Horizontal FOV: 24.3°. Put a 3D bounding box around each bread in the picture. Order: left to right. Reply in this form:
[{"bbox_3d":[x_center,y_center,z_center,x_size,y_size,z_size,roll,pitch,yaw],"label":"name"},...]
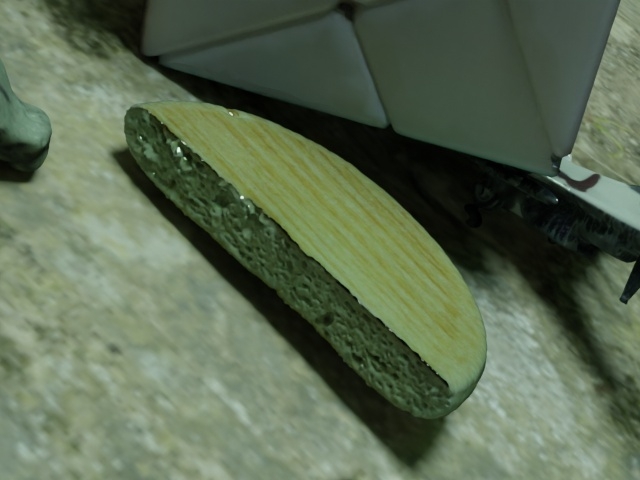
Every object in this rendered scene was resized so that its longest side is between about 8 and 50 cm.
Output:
[{"bbox_3d":[0.004,0.002,0.672,0.193,0.036,0.112,42,27,14],"label":"bread"}]

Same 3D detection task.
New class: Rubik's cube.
[{"bbox_3d":[0.057,-0.198,0.746,0.231,0.221,0.224,16,33,5],"label":"Rubik's cube"}]

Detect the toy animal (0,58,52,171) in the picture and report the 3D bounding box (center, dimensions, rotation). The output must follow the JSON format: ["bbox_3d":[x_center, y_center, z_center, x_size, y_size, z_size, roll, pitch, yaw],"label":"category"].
[{"bbox_3d":[-0.171,-0.148,0.642,0.255,0.090,0.170,46,37,18],"label":"toy animal"}]

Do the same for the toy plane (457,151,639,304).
[{"bbox_3d":[0.129,-0.020,0.775,0.160,0.082,0.234,23,23,-38],"label":"toy plane"}]
